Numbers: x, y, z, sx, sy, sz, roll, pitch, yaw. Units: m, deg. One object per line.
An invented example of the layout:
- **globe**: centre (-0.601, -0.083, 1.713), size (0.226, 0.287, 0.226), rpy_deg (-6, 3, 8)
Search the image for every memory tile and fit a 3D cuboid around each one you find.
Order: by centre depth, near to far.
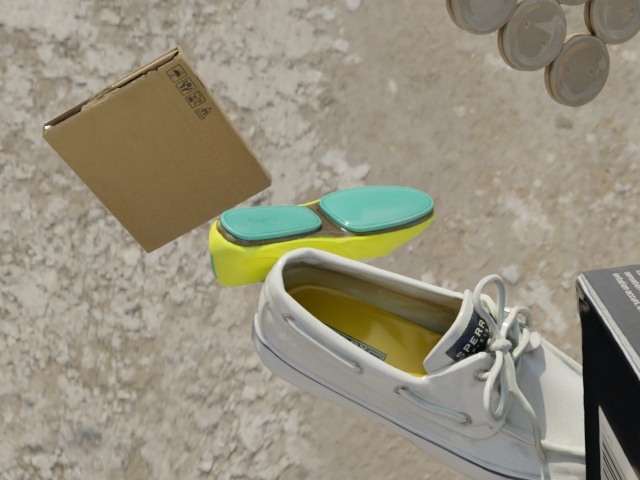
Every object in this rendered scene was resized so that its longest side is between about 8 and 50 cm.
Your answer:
- **memory tile**: centre (0.107, -0.138, 0.511), size (0.148, 0.012, 0.113), rpy_deg (28, 96, -34)

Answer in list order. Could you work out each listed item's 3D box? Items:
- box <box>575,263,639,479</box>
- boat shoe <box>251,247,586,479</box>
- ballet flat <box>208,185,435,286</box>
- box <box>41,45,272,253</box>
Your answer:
- **box**: centre (0.398, 0.167, 0.754), size (0.395, 0.212, 0.294), rpy_deg (-6, 111, 1)
- **boat shoe**: centre (0.122, 0.094, 0.904), size (0.367, 0.156, 0.136), rpy_deg (24, 57, 7)
- **ballet flat**: centre (0.000, 0.000, 1.007), size (0.231, 0.077, 0.077), rpy_deg (-9, 37, -30)
- **box**: centre (-0.166, -0.087, 1.135), size (0.164, 0.201, 0.021), rpy_deg (-28, 44, 7)
